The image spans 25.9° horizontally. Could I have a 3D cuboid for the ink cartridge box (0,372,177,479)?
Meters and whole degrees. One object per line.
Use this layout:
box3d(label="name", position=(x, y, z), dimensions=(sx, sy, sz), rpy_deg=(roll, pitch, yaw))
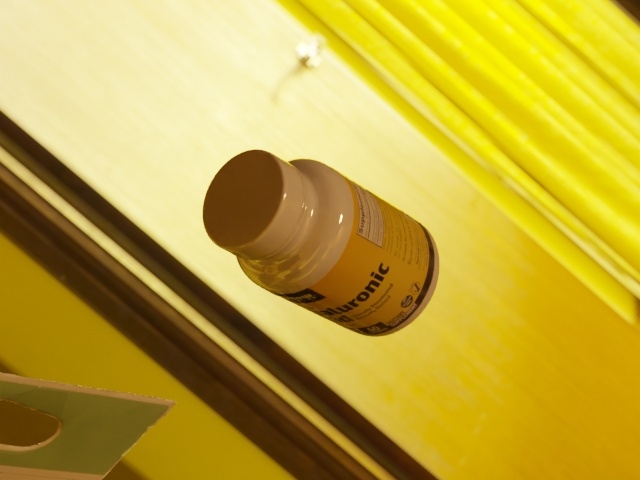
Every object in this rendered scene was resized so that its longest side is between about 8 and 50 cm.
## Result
box3d(label="ink cartridge box", position=(-0.202, 0.117, 0.631), dimensions=(0.235, 0.171, 0.056), rpy_deg=(-49, 49, 24))

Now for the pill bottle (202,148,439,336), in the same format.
box3d(label="pill bottle", position=(0.000, 0.000, 0.649), dimensions=(0.065, 0.116, 0.065), rpy_deg=(-17, 61, 33))
